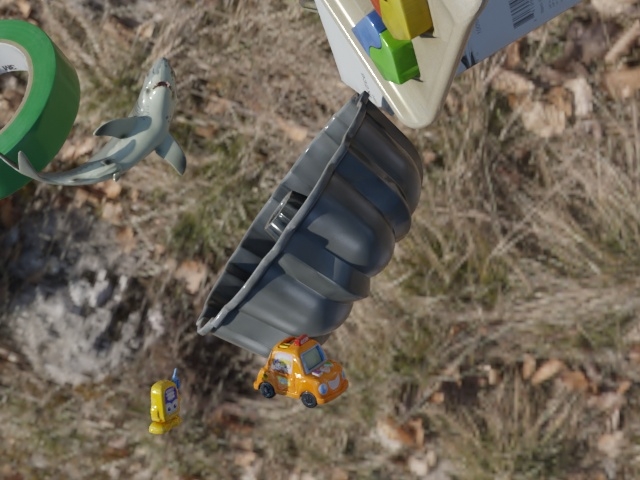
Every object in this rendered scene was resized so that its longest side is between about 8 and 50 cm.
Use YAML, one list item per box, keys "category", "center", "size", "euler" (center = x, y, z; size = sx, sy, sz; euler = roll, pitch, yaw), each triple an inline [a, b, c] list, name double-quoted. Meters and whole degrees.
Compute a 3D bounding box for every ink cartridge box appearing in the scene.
- category: "ink cartridge box"
  center: [0.148, -0.333, 1.321]
  size: [0.307, 0.129, 0.223]
  euler: [-32, 128, -12]

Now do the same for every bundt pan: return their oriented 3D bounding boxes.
- category: "bundt pan"
  center: [0.000, 0.000, 1.229]
  size: [0.124, 0.331, 0.331]
  euler: [35, 134, -9]

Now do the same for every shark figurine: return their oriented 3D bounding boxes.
- category: "shark figurine"
  center: [-0.312, -0.140, 1.577]
  size: [0.278, 0.116, 0.166]
  euler: [-31, 126, -4]

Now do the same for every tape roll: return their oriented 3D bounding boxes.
- category: "tape roll"
  center: [-0.540, -0.204, 1.730]
  size: [0.321, 0.321, 0.077]
  euler: [-7, 148, 19]

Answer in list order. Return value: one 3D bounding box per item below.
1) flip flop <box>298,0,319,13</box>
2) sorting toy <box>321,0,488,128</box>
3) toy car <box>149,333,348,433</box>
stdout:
- category: "flip flop"
  center: [0.100, -0.313, 1.601]
  size: [0.277, 0.112, 0.080]
  euler: [14, 120, -9]
- category: "sorting toy"
  center: [0.027, -0.180, 0.703]
  size: [0.038, 0.193, 0.208]
  euler: [-30, 170, -11]
- category: "toy car"
  center: [-0.042, 0.087, 0.663]
  size: [0.060, 0.122, 0.040]
  euler: [17, 115, 47]
